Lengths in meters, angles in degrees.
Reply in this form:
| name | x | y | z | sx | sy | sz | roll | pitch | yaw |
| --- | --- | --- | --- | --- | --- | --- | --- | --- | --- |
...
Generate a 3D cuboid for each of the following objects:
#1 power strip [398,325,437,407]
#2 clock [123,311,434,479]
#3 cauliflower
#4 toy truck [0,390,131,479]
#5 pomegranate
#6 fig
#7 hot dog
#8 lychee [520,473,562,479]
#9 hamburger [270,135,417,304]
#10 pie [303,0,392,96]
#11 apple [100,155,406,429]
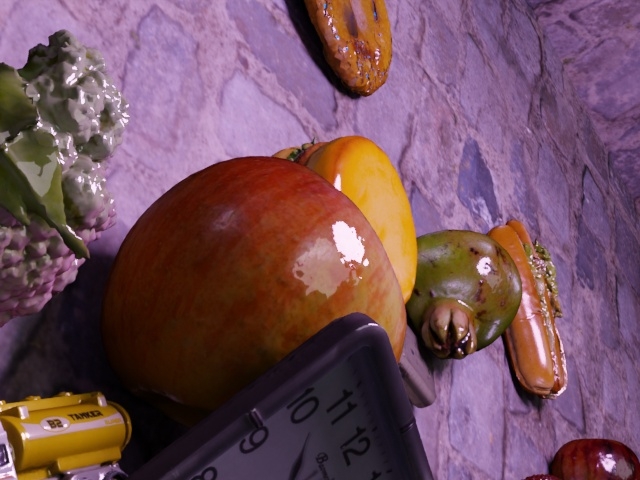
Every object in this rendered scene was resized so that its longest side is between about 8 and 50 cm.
| name | x | y | z | sx | sy | sz | roll | pitch | yaw |
| --- | --- | --- | --- | --- | --- | --- | --- | --- | --- |
| power strip | 0.103 | 0.143 | 1.710 | 0.268 | 0.034 | 0.092 | 53 | 24 | -40 |
| clock | -0.034 | 0.223 | 1.066 | 0.049 | 0.279 | 0.273 | 34 | -28 | 44 |
| cauliflower | -0.278 | -0.069 | 0.981 | 0.239 | 0.256 | 0.315 | 25 | 18 | -51 |
| toy truck | -0.235 | 0.178 | 0.966 | 0.227 | 0.098 | 0.114 | 3 | 68 | -64 |
| pomegranate | 0.204 | 0.070 | 1.826 | 0.241 | 0.159 | 0.190 | -5 | 72 | -68 |
| fig | 0.472 | 0.412 | 2.113 | 0.149 | 0.148 | 0.202 | 91 | -12 | -46 |
| hot dog | 0.367 | 0.111 | 2.206 | 0.135 | 0.100 | 0.337 | 24 | 50 | -55 |
| lychee | 0.335 | 0.419 | 1.886 | 0.123 | 0.123 | 0.129 | -33 | 128 | -64 |
| hamburger | 0.000 | -0.002 | 1.488 | 0.246 | 0.170 | 0.246 | 22 | 64 | -56 |
| pie | 0.037 | -0.343 | 1.949 | 0.273 | 0.069 | 0.273 | 41 | 37 | -41 |
| apple | -0.072 | 0.071 | 1.186 | 0.301 | 0.301 | 0.302 | 44 | 34 | -41 |
